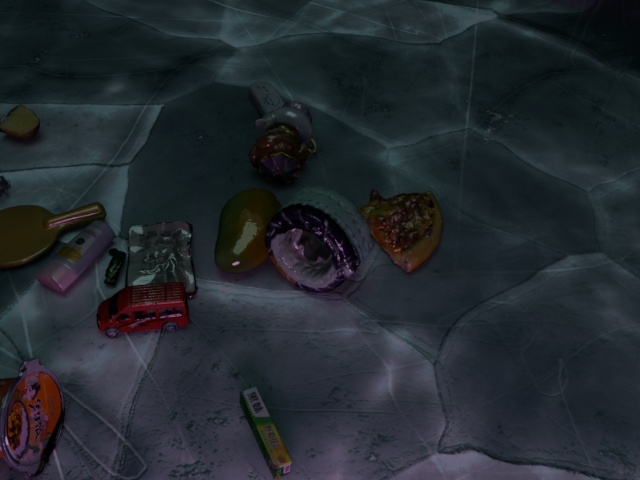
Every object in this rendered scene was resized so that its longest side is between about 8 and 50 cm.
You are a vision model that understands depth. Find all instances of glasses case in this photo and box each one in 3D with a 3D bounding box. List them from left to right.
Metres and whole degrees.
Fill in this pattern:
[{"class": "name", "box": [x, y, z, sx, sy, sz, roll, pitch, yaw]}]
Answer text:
[{"class": "glasses case", "box": [-0.162, -0.428, 2.026, 0.076, 0.049, 0.197, -14, 48, -18]}]

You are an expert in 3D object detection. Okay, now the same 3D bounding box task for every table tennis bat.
[{"class": "table tennis bat", "box": [-0.681, -0.030, 1.595, 0.320, 0.050, 0.198, -18, 48, -17]}]

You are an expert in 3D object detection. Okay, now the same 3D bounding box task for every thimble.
[{"class": "thimble", "box": [0.000, 0.000, 1.499, 0.237, 0.237, 0.150, 24, 45, 18]}]

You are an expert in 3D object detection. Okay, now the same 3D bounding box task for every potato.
[{"class": "potato", "box": [-0.833, -0.317, 1.852, 0.103, 0.066, 0.096, 30, 65, 16]}]

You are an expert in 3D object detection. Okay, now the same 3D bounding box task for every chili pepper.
[{"class": "chili pepper", "box": [-0.477, 0.051, 1.531, 0.055, 0.035, 0.118, -27, 44, 14]}]

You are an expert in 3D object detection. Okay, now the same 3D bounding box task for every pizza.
[{"class": "pizza", "box": [0.198, -0.054, 1.669, 0.228, 0.081, 0.290, 16, 48, 11]}]

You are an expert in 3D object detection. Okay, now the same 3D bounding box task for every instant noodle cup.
[{"class": "instant noodle cup", "box": [-0.567, 0.319, 1.194, 0.125, 0.177, 0.208, -2, 75, 14]}]

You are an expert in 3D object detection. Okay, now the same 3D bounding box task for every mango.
[{"class": "mango", "box": [-0.173, -0.025, 1.586, 0.156, 0.114, 0.251, 14, 45, -1]}]

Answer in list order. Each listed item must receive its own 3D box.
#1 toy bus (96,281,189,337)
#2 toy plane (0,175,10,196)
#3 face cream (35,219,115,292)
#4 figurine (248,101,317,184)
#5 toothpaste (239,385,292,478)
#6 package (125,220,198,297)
[{"class": "toy bus", "box": [-0.384, 0.145, 1.418, 0.195, 0.089, 0.081, -5, 46, -9]}, {"class": "toy plane", "box": [-0.849, -0.139, 1.651, 0.159, 0.082, 0.234, 10, 24, -44]}, {"class": "face cream", "box": [-0.566, 0.034, 1.534, 0.084, 0.057, 0.198, 20, 47, 15]}, {"class": "figurine", "box": [-0.102, -0.268, 1.815, 0.189, 0.142, 0.264, 28, 46, -9]}, {"class": "toothpaste", "box": [-0.107, 0.364, 1.259, 0.037, 0.043, 0.179, -17, 49, -20]}, {"class": "package", "box": [-0.377, 0.048, 1.555, 0.166, 0.040, 0.232, -7, 54, -7]}]
